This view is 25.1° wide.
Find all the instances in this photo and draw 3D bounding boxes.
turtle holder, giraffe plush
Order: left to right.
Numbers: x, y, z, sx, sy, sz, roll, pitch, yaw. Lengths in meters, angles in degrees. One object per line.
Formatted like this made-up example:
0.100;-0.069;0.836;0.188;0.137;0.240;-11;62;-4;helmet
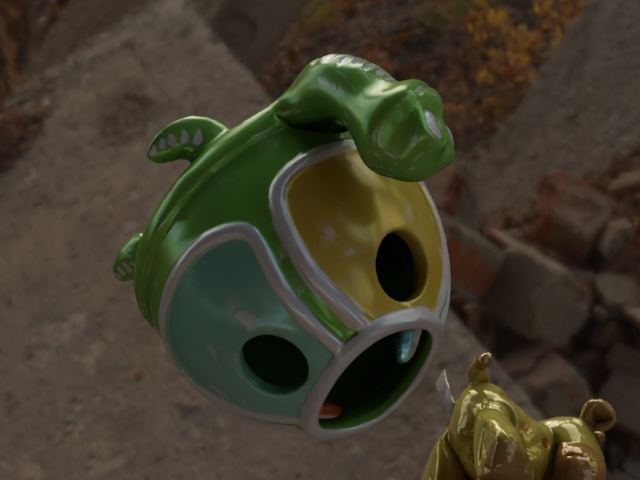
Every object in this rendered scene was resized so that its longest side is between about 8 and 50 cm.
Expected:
0.006;0.008;1.140;0.320;0.243;0.227;-46;57;14;turtle holder
0.207;0.224;1.422;0.171;0.181;0.210;16;43;-15;giraffe plush
